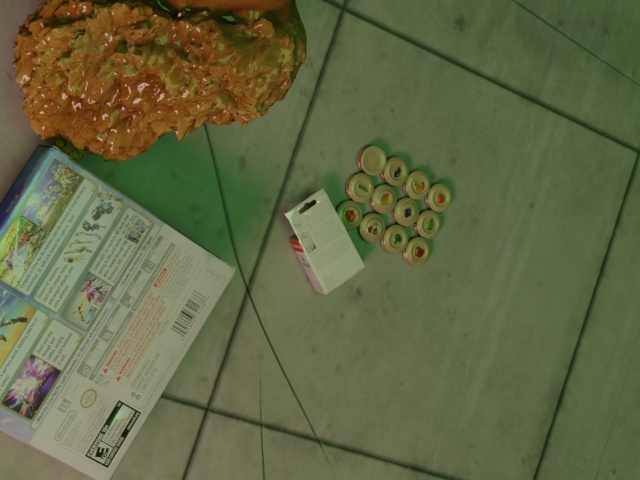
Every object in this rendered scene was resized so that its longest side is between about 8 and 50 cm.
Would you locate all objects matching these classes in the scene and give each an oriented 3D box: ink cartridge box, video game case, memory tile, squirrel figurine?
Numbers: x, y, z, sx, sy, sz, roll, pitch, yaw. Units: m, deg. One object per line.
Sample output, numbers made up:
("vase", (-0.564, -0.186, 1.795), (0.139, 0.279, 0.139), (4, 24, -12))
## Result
("ink cartridge box", (0.000, 0.000, 1.546), (0.063, 0.029, 0.115), (-35, 109, -20))
("video game case", (-0.256, 0.078, 1.337), (0.244, 0.061, 0.270), (36, 80, -28))
("memory tile", (0.092, -0.043, 1.599), (0.148, 0.012, 0.113), (27, 83, -27))
("squirrel figurine", (-0.212, -0.271, 1.272), (0.370, 0.281, 0.397), (-7, 97, -21))
